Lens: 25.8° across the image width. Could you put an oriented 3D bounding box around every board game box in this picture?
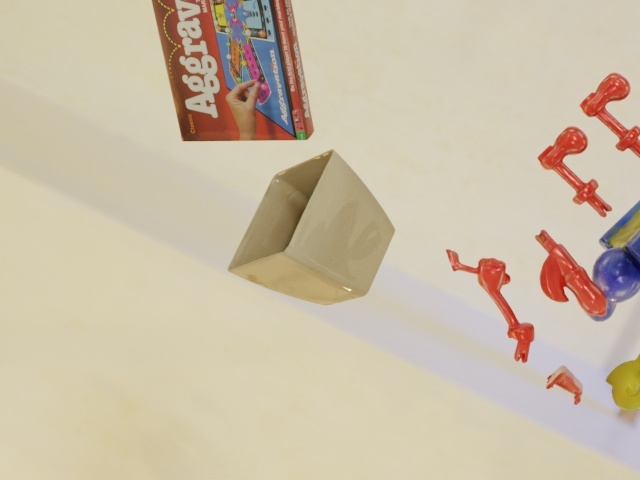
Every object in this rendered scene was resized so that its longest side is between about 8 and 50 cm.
[{"bbox_3d":[-0.098,-0.232,1.395,0.027,0.145,0.281,-52,138,-54],"label":"board game box"}]

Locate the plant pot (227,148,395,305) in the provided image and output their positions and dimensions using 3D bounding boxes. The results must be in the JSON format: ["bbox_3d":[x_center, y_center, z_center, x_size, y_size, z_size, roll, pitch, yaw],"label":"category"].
[{"bbox_3d":[0.000,0.000,1.242,0.109,0.096,0.109,-19,-140,57],"label":"plant pot"}]

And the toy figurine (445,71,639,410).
[{"bbox_3d":[0.283,-0.048,1.116,0.362,0.191,0.217,-48,175,9],"label":"toy figurine"}]
